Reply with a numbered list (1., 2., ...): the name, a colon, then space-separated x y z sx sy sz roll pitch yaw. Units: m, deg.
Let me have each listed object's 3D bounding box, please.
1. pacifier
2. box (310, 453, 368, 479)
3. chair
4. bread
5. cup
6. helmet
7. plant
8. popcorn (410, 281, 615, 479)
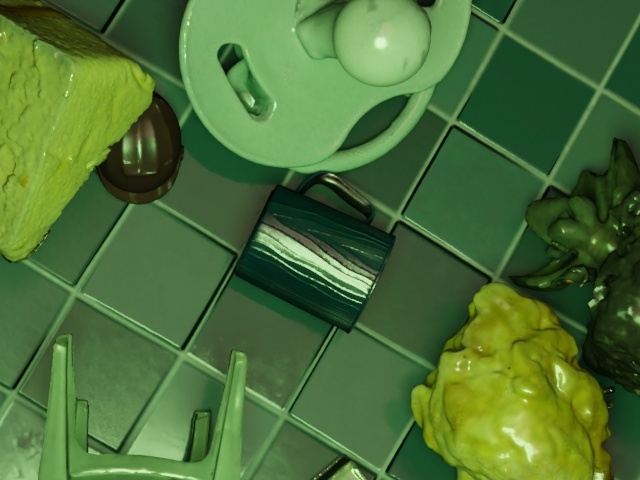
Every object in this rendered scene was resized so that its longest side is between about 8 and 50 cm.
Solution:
1. pacifier: 0.034 -0.204 1.858 0.343 0.269 0.288 -36 112 -9
2. box: 0.016 0.267 1.872 0.084 0.063 0.060 -39 88 -14
3. chair: -0.179 0.260 1.768 0.203 0.190 0.275 7 57 -6
4. bread: -0.333 -0.131 1.846 0.263 0.198 0.236 32 106 23
5. cup: -0.005 0.009 1.900 0.138 0.150 0.113 26 119 -2
6. helmet: -0.191 -0.105 1.898 0.098 0.070 0.123 -6 81 -10
7. plant: 0.353 0.041 1.885 0.312 0.213 0.215 40 76 8
8. popcorn: 0.206 0.178 1.854 0.191 0.190 0.253 -40 92 -7
